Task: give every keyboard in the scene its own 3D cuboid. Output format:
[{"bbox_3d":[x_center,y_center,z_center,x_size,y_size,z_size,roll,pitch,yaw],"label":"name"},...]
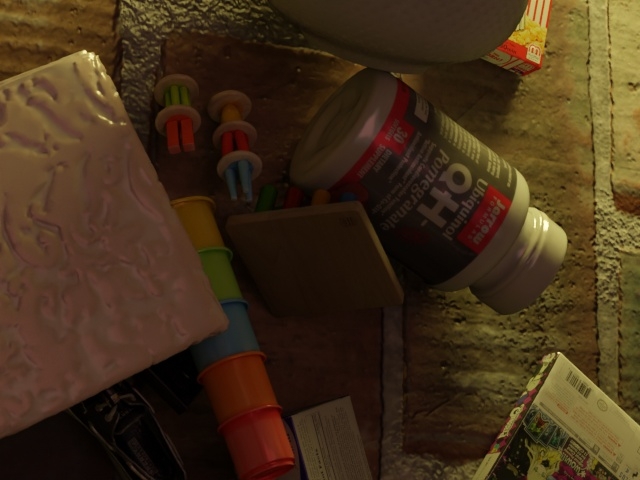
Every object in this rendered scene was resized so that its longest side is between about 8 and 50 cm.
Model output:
[{"bbox_3d":[-0.249,0.067,1.799,0.317,0.033,0.201,46,31,-8],"label":"keyboard"}]

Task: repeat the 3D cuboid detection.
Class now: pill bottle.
[{"bbox_3d":[0.135,-0.050,2.000,0.318,0.176,0.176,35,65,-18],"label":"pill bottle"}]

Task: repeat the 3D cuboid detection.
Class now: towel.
[{"bbox_3d":[-0.289,0.005,1.701,0.317,0.053,0.332,-27,91,-31],"label":"towel"}]

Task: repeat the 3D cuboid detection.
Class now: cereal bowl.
[{"bbox_3d":[0.070,-0.288,1.962,0.339,0.339,0.141,6,113,-28],"label":"cereal bowl"}]

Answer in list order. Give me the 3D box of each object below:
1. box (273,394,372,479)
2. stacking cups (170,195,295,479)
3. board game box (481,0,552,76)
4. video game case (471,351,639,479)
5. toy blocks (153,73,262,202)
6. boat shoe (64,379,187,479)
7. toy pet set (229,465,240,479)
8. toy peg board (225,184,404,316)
[{"bbox_3d":[-0.011,0.251,1.887,0.137,0.072,0.126,-9,83,-60],"label":"box"},{"bbox_3d":[-0.111,0.108,1.821,0.096,0.096,0.316,-7,64,-30],"label":"stacking cups"},{"bbox_3d":[0.231,-0.330,2.188,0.146,0.045,0.194,19,71,-25],"label":"board game box"},{"bbox_3d":[0.322,0.293,2.112,0.232,0.042,0.210,41,64,-16],"label":"video game case"},{"bbox_3d":[-0.126,-0.111,1.900,0.123,0.054,0.148,14,43,-26],"label":"toy blocks"},{"bbox_3d":[-0.218,0.186,1.815,0.078,0.070,0.219,-43,101,-28],"label":"boat shoe"},{"bbox_3d":[-0.079,0.314,1.888,0.122,0.065,0.114,67,24,-5],"label":"toy pet set"},{"bbox_3d":[0.000,0.000,1.907,0.161,0.160,0.079,63,29,-42],"label":"toy peg board"}]
